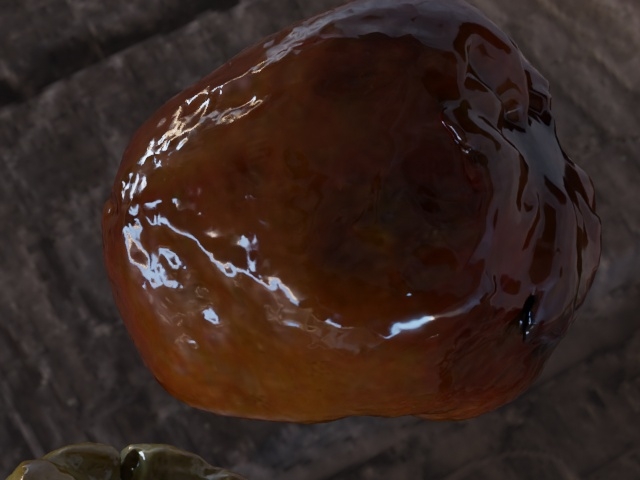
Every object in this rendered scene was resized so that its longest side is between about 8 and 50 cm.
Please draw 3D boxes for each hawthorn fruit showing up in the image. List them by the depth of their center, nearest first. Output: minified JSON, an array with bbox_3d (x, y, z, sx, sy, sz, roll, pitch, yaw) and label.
[{"bbox_3d":[0.012,-0.003,0.503,0.173,0.179,0.173,63,175,11],"label":"hawthorn fruit"}]

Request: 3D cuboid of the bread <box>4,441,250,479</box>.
[{"bbox_3d":[-0.106,0.200,0.735,0.244,0.244,0.134,46,128,47],"label":"bread"}]
